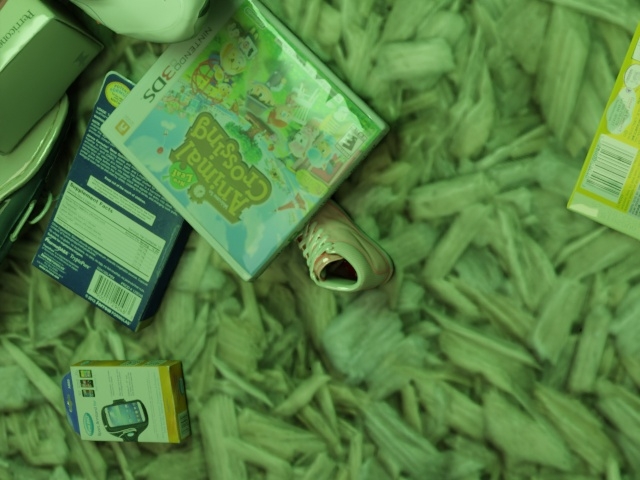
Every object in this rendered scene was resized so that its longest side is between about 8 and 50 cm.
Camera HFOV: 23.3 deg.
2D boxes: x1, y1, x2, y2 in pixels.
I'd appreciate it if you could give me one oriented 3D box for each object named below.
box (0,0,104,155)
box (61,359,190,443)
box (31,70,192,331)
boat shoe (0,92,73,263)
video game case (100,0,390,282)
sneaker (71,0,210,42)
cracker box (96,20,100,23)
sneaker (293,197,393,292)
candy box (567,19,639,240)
[{"bbox_3d":[-0.349,-0.217,1.478,0.232,0.127,0.148,44,94,15],"label":"box"},{"bbox_3d":[-0.200,0.163,1.580,0.136,0.028,0.081,-1,101,29],"label":"box"},{"bbox_3d":[-0.186,-0.040,1.520,0.136,0.036,0.225,32,113,16],"label":"box"},{"bbox_3d":[-0.320,-0.044,1.555,0.095,0.079,0.254,31,92,28],"label":"boat shoe"},{"bbox_3d":[-0.073,-0.102,1.424,0.212,0.023,0.193,45,103,15],"label":"video game case"},{"bbox_3d":[-0.231,-0.254,1.366,0.297,0.129,0.111,30,112,17],"label":"sneaker"},{"bbox_3d":[-0.191,-0.339,1.437,0.155,0.067,0.232,-31,87,28],"label":"cracker box"},{"bbox_3d":[0.000,0.000,1.421,0.134,0.070,0.051,38,117,15],"label":"sneaker"},{"bbox_3d":[0.287,-0.099,1.282,0.105,0.027,0.206,25,112,16],"label":"candy box"}]
